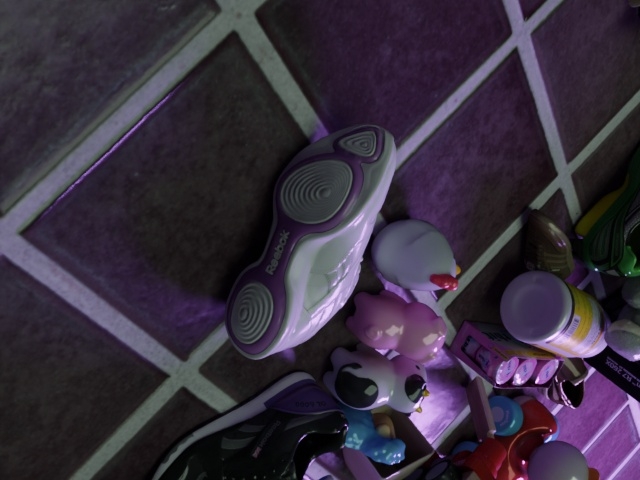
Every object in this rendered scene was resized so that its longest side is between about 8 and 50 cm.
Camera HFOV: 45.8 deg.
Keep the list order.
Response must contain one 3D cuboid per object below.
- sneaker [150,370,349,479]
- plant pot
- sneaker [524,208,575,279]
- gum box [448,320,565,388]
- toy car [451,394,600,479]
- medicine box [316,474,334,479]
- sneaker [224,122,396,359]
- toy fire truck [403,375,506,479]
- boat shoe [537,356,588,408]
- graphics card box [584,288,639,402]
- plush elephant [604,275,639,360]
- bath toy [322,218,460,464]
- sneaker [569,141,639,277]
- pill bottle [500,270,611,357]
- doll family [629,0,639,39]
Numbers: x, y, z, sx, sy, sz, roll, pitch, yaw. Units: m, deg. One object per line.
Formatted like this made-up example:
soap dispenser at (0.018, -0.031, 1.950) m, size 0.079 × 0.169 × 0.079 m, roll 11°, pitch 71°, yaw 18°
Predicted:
sneaker at (-0.092, 0.289, 0.984) m, size 0.283 × 0.124 × 0.107 m, roll -35°, pitch 135°, yaw -18°
plant pot at (0.096, 0.340, 1.202) m, size 0.109 × 0.109 × 0.096 m, roll -17°, pitch 140°, yaw -32°
sneaker at (0.368, 0.024, 1.244) m, size 0.071 × 0.066 × 0.188 m, roll -43°, pitch 136°, yaw -1°
gum box at (0.314, 0.194, 1.281) m, size 0.188 × 0.107 × 0.062 m, roll 11°, pitch 110°, yaw -44°
toy car at (0.414, 0.438, 1.437) m, size 0.219 × 0.238 × 0.210 m, roll 27°, pitch 98°, yaw -47°
medicine box at (-0.094, 0.465, 1.002) m, size 0.263 × 0.149 × 0.289 m, roll -22°, pitch 159°, yaw -28°
sneaker at (0.000, 0.000, 0.900) m, size 0.152 × 0.114 × 0.305 m, roll 8°, pitch 117°, yaw -58°
toy fire truck at (0.223, 0.375, 1.297) m, size 0.246 × 0.158 × 0.217 m, roll -35°, pitch 179°, yaw -41°
boat shoe at (0.474, 0.230, 1.453) m, size 0.095 × 0.095 × 0.257 m, roll -37°, pitch 136°, yaw -16°
graphics card box at (0.688, 0.235, 1.437) m, size 0.232 × 0.371 × 0.094 m, roll -24°, pitch 136°, yaw -28°
plush elephant at (0.673, 0.103, 1.292) m, size 0.255 × 0.272 × 0.330 m, roll -51°, pitch 179°, yaw 32°
bath toy at (0.111, 0.141, 1.057) m, size 0.151 × 0.129 × 0.348 m, roll -4°, pitch 119°, yaw -39°
sneaker at (0.592, -0.070, 1.297) m, size 0.134 × 0.146 × 0.344 m, roll 38°, pitch 89°, yaw -33°
pill bottle at (0.398, 0.130, 1.261) m, size 0.208 × 0.119 × 0.119 m, roll 24°, pitch 101°, yaw -46°
doll family at (0.515, -0.367, 1.104) m, size 0.111 × 0.076 × 0.193 m, roll -10°, pitch 129°, yaw -41°
